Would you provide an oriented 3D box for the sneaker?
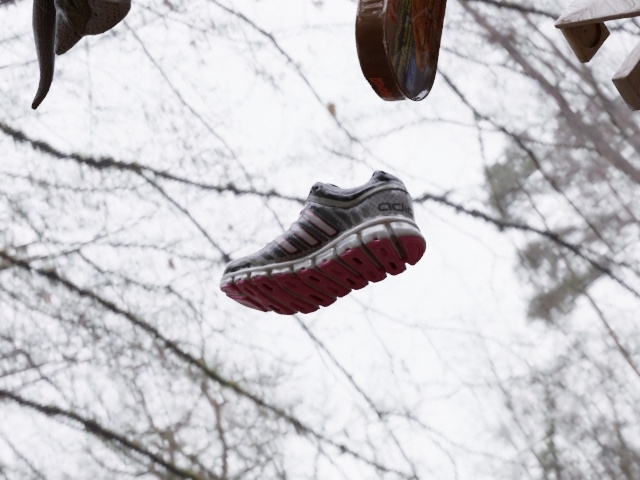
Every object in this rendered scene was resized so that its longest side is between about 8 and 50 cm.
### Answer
[{"bbox_3d":[0.000,0.000,0.762,0.170,0.074,0.063,-22,-39,33],"label":"sneaker"}]

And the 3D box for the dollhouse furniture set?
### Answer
[{"bbox_3d":[0.371,-0.229,1.160,0.144,0.123,0.151,-51,-63,-22],"label":"dollhouse furniture set"}]

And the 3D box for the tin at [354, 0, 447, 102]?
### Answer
[{"bbox_3d":[0.072,-0.209,0.929,0.040,0.189,0.106,0,-24,26],"label":"tin"}]

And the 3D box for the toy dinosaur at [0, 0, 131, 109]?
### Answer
[{"bbox_3d":[-0.086,-0.204,0.469,0.160,0.313,0.121,-34,-63,21],"label":"toy dinosaur"}]
